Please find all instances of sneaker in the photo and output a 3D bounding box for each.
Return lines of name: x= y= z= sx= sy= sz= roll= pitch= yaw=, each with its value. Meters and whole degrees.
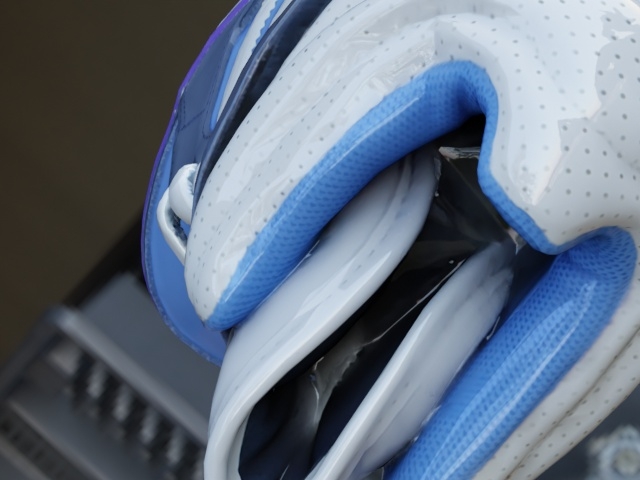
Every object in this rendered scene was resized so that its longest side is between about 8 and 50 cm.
sneaker: x=0.001 y=0.000 z=0.491 sx=0.323 sy=0.130 sz=0.236 roll=-36 pitch=8 yaw=44
